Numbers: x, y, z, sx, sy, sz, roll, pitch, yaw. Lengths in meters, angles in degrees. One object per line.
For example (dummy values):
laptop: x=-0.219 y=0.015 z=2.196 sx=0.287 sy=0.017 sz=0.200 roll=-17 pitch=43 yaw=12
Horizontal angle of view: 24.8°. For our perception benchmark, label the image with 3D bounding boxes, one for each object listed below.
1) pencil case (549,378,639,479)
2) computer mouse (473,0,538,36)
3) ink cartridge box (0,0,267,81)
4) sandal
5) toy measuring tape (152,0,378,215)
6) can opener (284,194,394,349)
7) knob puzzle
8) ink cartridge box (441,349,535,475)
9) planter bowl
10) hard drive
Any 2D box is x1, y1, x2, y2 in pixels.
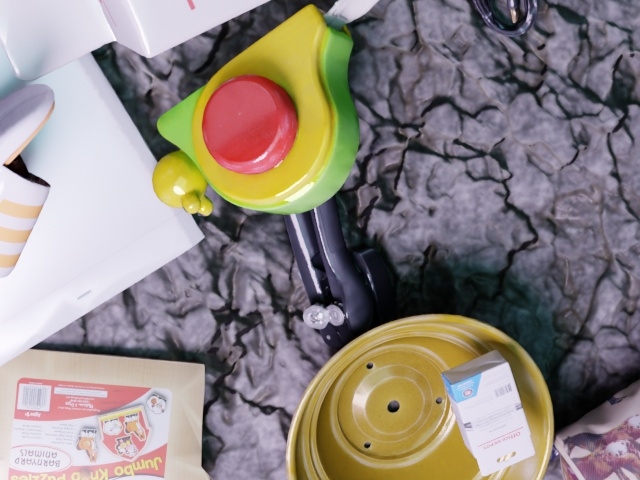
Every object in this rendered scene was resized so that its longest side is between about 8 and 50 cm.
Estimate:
pencil case: x=0.378 y=0.115 z=1.181 sx=0.410 sy=0.183 sz=0.160 roll=-36 pitch=92 yaw=0
computer mouse: x=0.133 y=-0.271 z=1.089 sx=0.071 sy=0.041 sz=0.242 roll=-9 pitch=114 yaw=-10
ink cartridge box: x=-0.078 y=-0.260 z=0.975 sx=0.353 sy=0.119 sz=0.207 roll=-29 pitch=111 yaw=-11
sandal: x=-0.253 y=0.005 z=1.012 sx=0.076 sy=0.102 sz=0.265 roll=38 pitch=101 yaw=-22
toy measuring tape: x=0.019 y=-0.108 z=1.021 sx=0.330 sy=0.121 sz=0.121 roll=-33 pitch=111 yaw=17
can opener: x=0.000 y=0.000 z=1.137 sx=0.059 sy=0.073 sz=0.186 roll=-11 pitch=110 yaw=33
knob puzzle: x=-0.184 y=0.185 z=1.150 sx=0.213 sy=0.030 sz=0.213 roll=0 pitch=91 yaw=-9
ink cartridge box: x=0.129 y=0.132 z=1.114 sx=0.048 sy=0.028 sz=0.083 roll=-22 pitch=110 yaw=-7
planter bowl: x=0.069 y=0.148 z=1.168 sx=0.217 sy=0.090 sz=0.217 roll=-4 pitch=106 yaw=-13
hard drive: x=-0.249 y=-0.077 z=1.060 sx=0.203 sy=0.040 sz=0.307 roll=-32 pitch=110 yaw=-5
